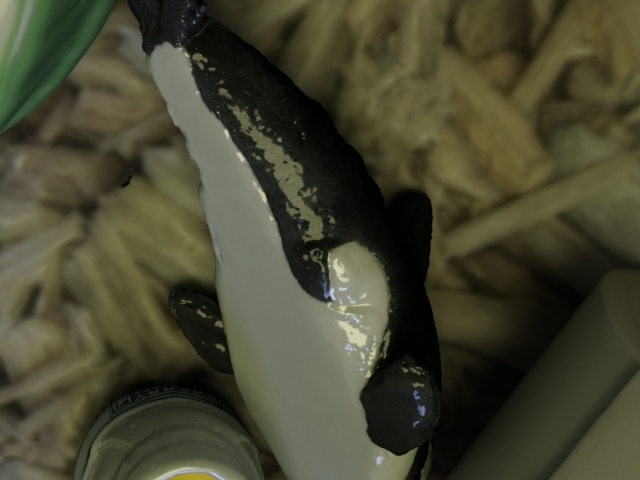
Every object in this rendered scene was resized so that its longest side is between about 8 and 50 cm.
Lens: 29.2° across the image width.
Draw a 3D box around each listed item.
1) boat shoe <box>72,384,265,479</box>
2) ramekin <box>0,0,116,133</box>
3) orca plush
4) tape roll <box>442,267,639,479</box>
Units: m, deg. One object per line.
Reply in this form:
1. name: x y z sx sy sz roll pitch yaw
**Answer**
1. boat shoe: -0.050 0.260 0.566 0.136 0.156 0.367 -2 97 -13
2. ramekin: -0.218 -0.135 0.430 0.303 0.148 0.303 -1 115 -3
3. orca plush: 0.000 0.000 0.561 0.151 0.102 0.287 -11 112 52
4. tape roll: 0.173 0.151 0.535 0.246 0.246 0.169 30 110 -16
